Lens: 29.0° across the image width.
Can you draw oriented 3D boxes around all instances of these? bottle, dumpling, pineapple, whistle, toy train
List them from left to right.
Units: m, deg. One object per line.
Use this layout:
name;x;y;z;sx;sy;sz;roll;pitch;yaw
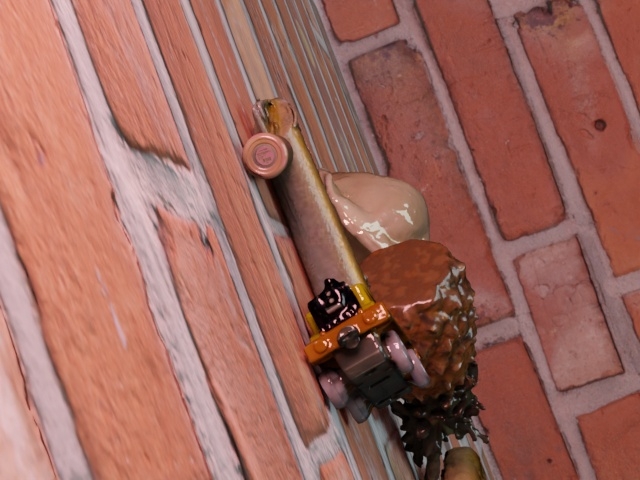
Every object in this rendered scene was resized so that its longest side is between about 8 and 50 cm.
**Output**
bottle;-0.051;-0.085;1.230;0.096;0.045;0.045;-57;126;-84
whistle;0.001;0.000;1.316;0.326;0.057;0.068;68;16;-3
toy train;0.036;0.099;1.200;0.127;0.089;0.219;61;4;23
dumpling;0.048;-0.044;1.587;0.179;0.131;0.252;30;18;-27
pineapple;0.130;0.163;1.484;0.169;0.169;0.340;-101;175;-54

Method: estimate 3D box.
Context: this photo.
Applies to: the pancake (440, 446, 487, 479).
pancake;0.231;0.451;1.627;0.387;0.082;0.387;-15;90;-81
